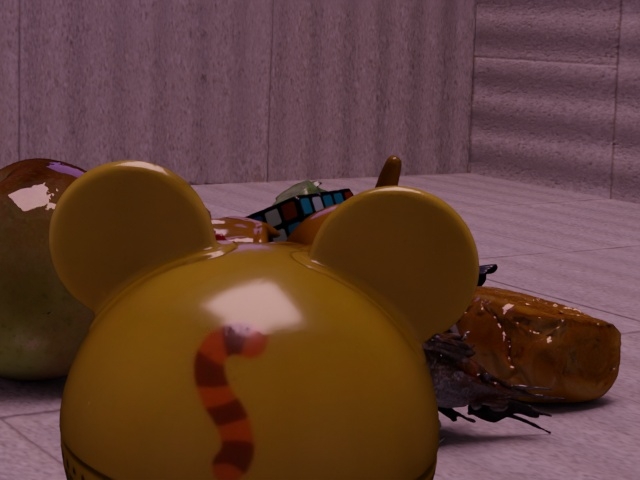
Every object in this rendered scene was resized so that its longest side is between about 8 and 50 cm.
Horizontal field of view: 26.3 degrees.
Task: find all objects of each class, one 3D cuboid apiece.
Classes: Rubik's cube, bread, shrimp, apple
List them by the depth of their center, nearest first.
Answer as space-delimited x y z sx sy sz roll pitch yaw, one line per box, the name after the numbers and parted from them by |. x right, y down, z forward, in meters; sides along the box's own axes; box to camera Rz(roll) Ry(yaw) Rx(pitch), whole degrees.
0.142 0.161 1.711 0.343 0.116 0.145 18 12 -6 | shrimp
-0.395 0.033 1.901 0.319 0.277 0.319 -22 29 13 | apple
0.273 0.144 1.954 0.167 0.132 0.294 -4 10 -37 | bread
-0.035 0.029 2.277 0.184 0.182 0.187 -21 -5 30 | Rubik's cube

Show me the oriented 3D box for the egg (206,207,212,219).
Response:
-0.280 0.048 2.209 0.174 0.264 0.286 52 6 38 | egg

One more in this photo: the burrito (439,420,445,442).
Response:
0.098 0.234 1.642 0.074 0.044 0.118 10 8 23 | burrito

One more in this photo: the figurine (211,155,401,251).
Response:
-0.029 0.063 1.938 0.387 0.268 0.401 -19 2 -18 | figurine

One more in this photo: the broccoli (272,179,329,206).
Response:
0.000 0.000 2.532 0.269 0.241 0.261 -25 25 14 | broccoli

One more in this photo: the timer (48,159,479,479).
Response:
-0.057 0.125 1.223 0.376 0.386 0.376 3 12 -1 | timer

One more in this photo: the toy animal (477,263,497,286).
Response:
0.210 0.085 2.339 0.180 0.116 0.218 6 17 18 | toy animal
